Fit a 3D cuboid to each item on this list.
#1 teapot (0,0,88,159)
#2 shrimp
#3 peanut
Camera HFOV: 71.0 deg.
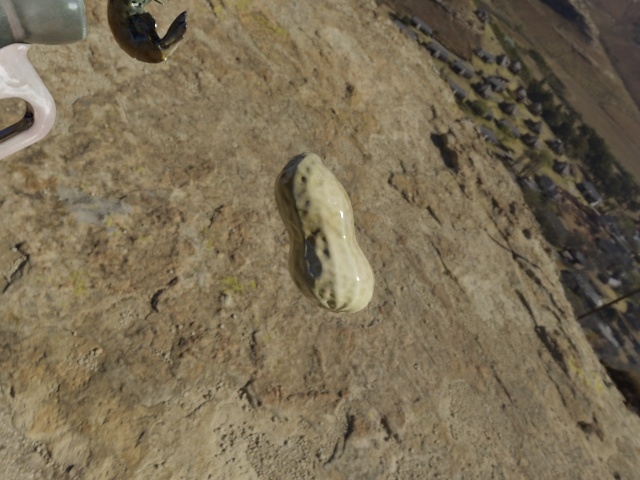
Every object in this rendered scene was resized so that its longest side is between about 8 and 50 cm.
[{"bbox_3d":[-0.374,-0.156,0.325,0.344,0.300,0.253,-37,57,-23],"label":"teapot"},{"bbox_3d":[-0.283,-0.460,0.814,0.169,0.296,0.058,44,24,0],"label":"shrimp"},{"bbox_3d":[0.000,0.000,0.665,0.123,0.124,0.256,-43,118,-51],"label":"peanut"}]
